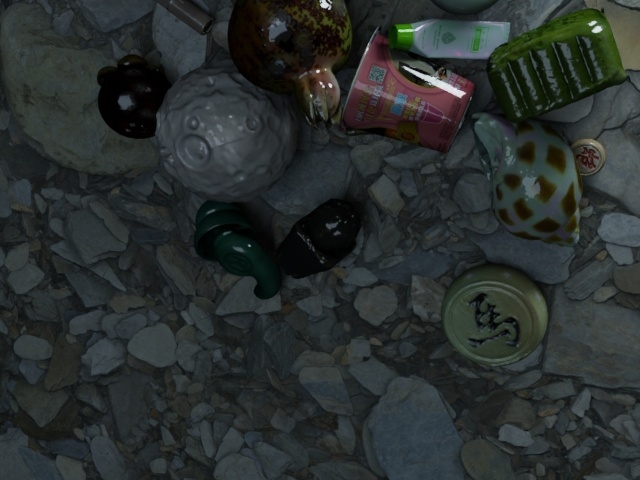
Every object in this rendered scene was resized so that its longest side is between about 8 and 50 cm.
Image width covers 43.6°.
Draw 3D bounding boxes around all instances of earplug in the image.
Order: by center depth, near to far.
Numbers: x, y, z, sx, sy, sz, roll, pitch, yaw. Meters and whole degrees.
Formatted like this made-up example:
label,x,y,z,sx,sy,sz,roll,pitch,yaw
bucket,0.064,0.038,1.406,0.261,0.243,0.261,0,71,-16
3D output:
label,x,y,z,sx,sy,sz,roll,pitch,yaw
earplug,-0.210,0.010,2.060,0.164,0.257,0.280,-37,62,27

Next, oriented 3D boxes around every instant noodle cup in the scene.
label,x,y,z,sx,sy,sz,roll,pitch,yaw
instant noodle cup,0.196,-0.312,1.755,0.255,0.244,0.243,24,115,4

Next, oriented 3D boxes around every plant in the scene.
label,x,y,z,sx,sy,sz,roll,pitch,yaw
plant,0.000,0.000,1.969,0.141,0.164,0.256,51,133,2

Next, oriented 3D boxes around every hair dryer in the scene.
label,x,y,z,sx,sy,sz,roll,pitch,yaw
hair dryer,-0.302,-0.638,1.920,0.195,0.053,0.220,38,111,3

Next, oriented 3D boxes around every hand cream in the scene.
label,x,y,z,sx,sy,sz,roll,pitch,yaw
hand cream,0.277,-0.424,1.695,0.275,0.050,0.079,-2,140,-19

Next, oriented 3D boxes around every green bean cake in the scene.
label,x,y,z,sx,sy,sz,roll,pitch,yaw
green bean cake,0.467,-0.355,1.605,0.247,0.250,0.156,-20,102,23

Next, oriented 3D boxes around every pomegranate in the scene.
label,x,y,z,sx,sy,sz,roll,pitch,yaw
pomegranate,-0.047,-0.395,1.699,0.285,0.285,0.340,-28,74,27

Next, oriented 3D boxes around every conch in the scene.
label,x,y,z,sx,sy,sz,roll,pitch,yaw
conch,0.453,-0.124,1.734,0.197,0.249,0.367,-20,119,-8

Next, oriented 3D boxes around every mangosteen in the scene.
label,x,y,z,sx,sy,sz,roll,pitch,yaw
mangosteen,-0.458,-0.354,2.001,0.210,0.210,0.209,7,111,19

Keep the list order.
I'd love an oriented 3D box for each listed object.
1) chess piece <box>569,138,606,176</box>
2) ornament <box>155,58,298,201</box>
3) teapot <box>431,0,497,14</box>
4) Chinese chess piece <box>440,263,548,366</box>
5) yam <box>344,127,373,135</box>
label,x,y,z,sx,sy,sz,roll,pitch,yaw
chess piece,0.580,-0.181,1.747,0.084,0.038,0.083,6,110,17
ornament,-0.224,-0.248,1.877,0.337,0.337,0.336,7,111,19
teapot,0.301,-0.564,1.647,0.295,0.129,0.193,17,103,2
Chinese chess piece,0.412,0.179,1.906,0.251,0.101,0.250,7,112,18
yam,0.114,-0.260,1.902,0.130,0.027,0.033,-5,106,23
